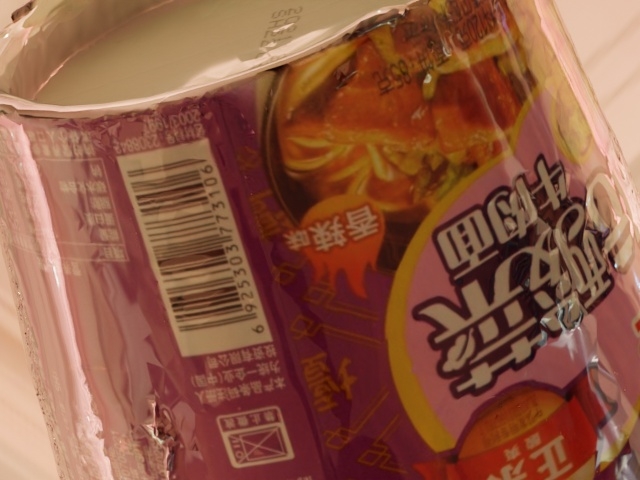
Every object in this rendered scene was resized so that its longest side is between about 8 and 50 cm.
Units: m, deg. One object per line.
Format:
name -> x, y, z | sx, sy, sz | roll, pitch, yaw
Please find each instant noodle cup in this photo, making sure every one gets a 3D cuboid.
instant noodle cup -> 0.000, 0.000, 0.867 | 0.340, 0.340, 0.266 | -25, -67, -13
